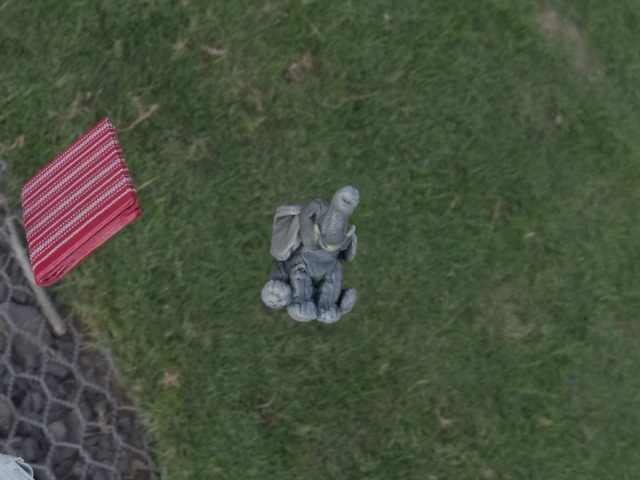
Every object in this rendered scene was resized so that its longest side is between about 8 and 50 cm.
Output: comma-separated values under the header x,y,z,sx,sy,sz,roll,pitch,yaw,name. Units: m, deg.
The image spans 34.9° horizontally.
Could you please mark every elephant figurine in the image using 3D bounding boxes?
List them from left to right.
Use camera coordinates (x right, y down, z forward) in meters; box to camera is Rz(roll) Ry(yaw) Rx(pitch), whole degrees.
x,y,z,sx,sy,sz,roll,pitch,yaw,name
0.000,0.000,1.643,0.169,0.186,0.239,-14,119,-56,elephant figurine

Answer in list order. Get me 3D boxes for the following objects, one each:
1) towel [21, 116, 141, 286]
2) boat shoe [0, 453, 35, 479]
x,y,z,sx,sy,sz,roll,pitch,yaw,name
-0.373,-0.063,1.563,0.031,0.199,0.275,47,8,-38,towel
-0.458,0.357,1.493,0.075,0.226,0.083,-25,114,-24,boat shoe
